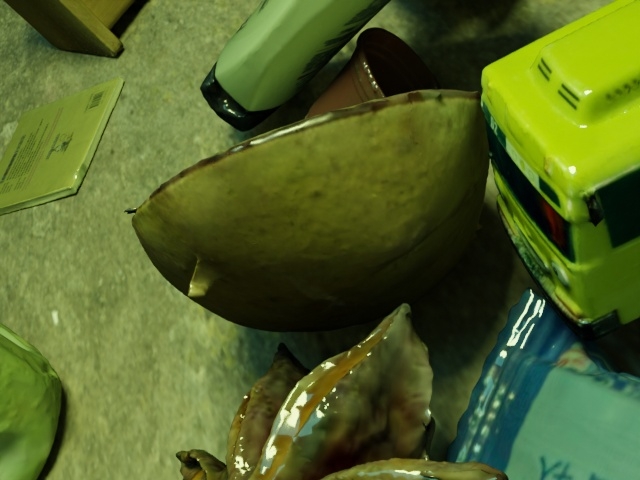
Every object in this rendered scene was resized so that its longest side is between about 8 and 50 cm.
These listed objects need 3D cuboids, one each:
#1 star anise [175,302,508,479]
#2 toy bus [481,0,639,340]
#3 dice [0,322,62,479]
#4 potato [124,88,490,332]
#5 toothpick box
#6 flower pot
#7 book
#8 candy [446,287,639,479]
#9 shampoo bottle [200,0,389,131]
[{"bbox_3d":[-0.018,0.191,0.542,0.332,0.118,0.331,-44,24,25],"label":"star anise"},{"bbox_3d":[0.219,-0.073,0.512,0.262,0.150,0.128,-26,43,3],"label":"toy bus"},{"bbox_3d":[-0.401,0.147,0.835,0.250,0.252,0.254,24,78,50],"label":"dice"},{"bbox_3d":[0.000,0.000,0.628,0.239,0.299,0.116,-11,83,-11],"label":"potato"},{"bbox_3d":[-0.274,-0.413,1.241,0.187,0.190,0.308,18,67,50],"label":"toothpick box"},{"bbox_3d":[0.038,-0.099,0.765,0.089,0.111,0.111,-35,40,32],"label":"flower pot"},{"bbox_3d":[-0.329,-0.111,1.165,0.192,0.013,0.168,-10,52,36],"label":"book"},{"bbox_3d":[0.182,0.144,0.452,0.331,0.077,0.187,17,77,52],"label":"candy"},{"bbox_3d":[-0.003,-0.184,0.764,0.134,0.078,0.359,-49,9,-31],"label":"shampoo bottle"}]
